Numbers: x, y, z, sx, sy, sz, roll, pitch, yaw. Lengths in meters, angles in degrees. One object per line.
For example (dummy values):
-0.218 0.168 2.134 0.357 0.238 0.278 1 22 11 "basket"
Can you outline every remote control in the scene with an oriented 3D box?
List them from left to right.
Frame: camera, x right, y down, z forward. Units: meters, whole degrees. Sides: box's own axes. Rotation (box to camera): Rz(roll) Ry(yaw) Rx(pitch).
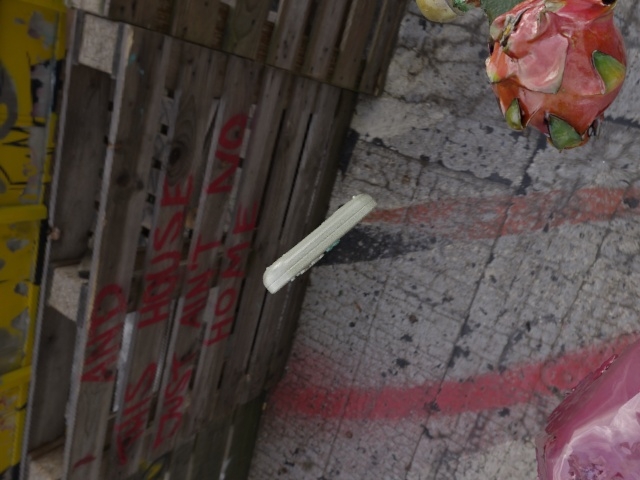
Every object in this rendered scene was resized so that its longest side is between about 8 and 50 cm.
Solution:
0.000 0.000 0.774 0.042 0.221 0.078 48 158 2 "remote control"

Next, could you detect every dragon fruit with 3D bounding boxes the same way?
0.154 -0.103 0.331 0.081 0.086 0.116 -30 119 12 "dragon fruit"

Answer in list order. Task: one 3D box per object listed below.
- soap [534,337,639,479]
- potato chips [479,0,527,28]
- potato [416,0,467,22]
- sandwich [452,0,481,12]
0.263 0.225 0.314 0.220 0.127 0.325 -35 75 1 "soap"
0.357 -0.388 0.876 0.059 0.167 0.228 19 147 58 "potato chips"
0.347 -0.744 1.538 0.117 0.182 0.202 -21 104 45 "potato"
0.453 -0.710 1.337 0.159 0.079 0.235 21 92 24 "sandwich"
